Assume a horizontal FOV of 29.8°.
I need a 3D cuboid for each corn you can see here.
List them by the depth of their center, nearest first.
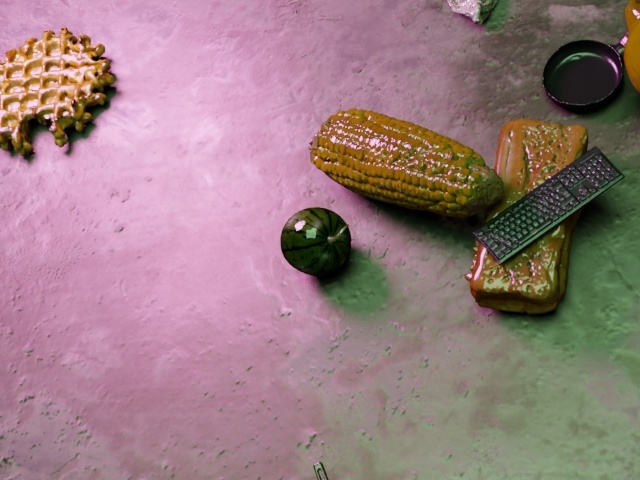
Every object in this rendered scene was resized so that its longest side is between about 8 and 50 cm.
[{"bbox_3d":[0.107,-0.104,1.640,0.322,0.119,0.119,25,72,43],"label":"corn"}]

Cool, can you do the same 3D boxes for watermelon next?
[{"bbox_3d":[-0.005,0.003,1.648,0.109,0.109,0.109,-7,62,13],"label":"watermelon"}]

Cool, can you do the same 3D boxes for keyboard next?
[{"bbox_3d":[0.292,-0.046,1.547,0.198,0.010,0.064,-35,57,-3],"label":"keyboard"}]

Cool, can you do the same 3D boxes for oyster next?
[{"bbox_3d":[0.221,-0.378,1.817,0.100,0.037,0.098,25,73,27],"label":"oyster"}]

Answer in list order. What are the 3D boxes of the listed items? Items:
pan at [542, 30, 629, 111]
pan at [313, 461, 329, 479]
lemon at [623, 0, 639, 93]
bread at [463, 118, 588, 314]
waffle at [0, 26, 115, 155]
[{"bbox_3d":[0.409,-0.262,1.696,0.212,0.040,0.115,-38,58,4],"label":"pan"},{"bbox_3d":[0.050,0.376,1.470,0.128,0.048,0.202,-2,65,15],"label":"pan"},{"bbox_3d":[0.510,-0.244,1.580,0.248,0.184,0.184,30,75,18],"label":"lemon"},{"bbox_3d":[0.274,-0.034,1.599,0.139,0.077,0.271,5,65,20],"label":"bread"},{"bbox_3d":[-0.451,-0.246,1.949,0.228,0.051,0.231,31,75,31],"label":"waffle"}]
